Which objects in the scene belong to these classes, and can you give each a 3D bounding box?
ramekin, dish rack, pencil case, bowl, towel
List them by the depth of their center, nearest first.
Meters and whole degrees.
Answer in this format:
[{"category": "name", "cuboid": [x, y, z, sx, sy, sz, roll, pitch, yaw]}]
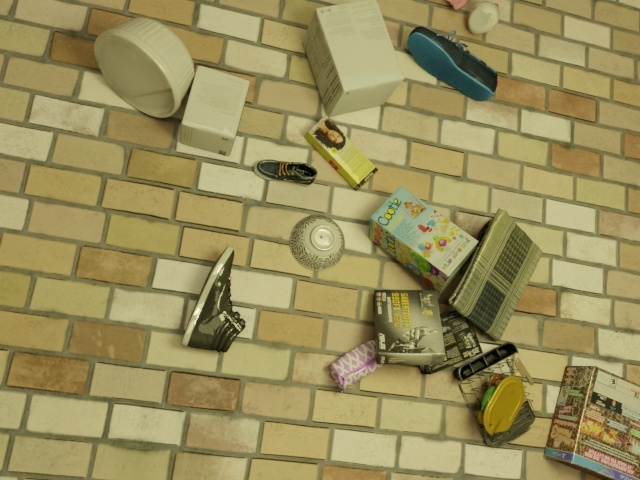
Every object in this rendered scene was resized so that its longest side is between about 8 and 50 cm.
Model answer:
[{"category": "ramekin", "cuboid": [-0.468, -0.479, 1.678, 0.273, 0.273, 0.127, 37, 60, -4]}, {"category": "pencil case", "cuboid": [0.121, 0.342, 1.734, 0.206, 0.088, 0.086, -29, 89, -18]}, {"category": "bowl", "cuboid": [0.000, 0.000, 1.779, 0.170, 0.080, 0.170, 2, 79, -12]}, {"category": "towel", "cuboid": [0.515, 0.102, 1.800, 0.312, 0.056, 0.324, 35, 81, -41]}, {"category": "dish rack", "cuboid": [0.528, 0.460, 1.815, 0.208, 0.074, 0.271, -22, 85, -16]}]

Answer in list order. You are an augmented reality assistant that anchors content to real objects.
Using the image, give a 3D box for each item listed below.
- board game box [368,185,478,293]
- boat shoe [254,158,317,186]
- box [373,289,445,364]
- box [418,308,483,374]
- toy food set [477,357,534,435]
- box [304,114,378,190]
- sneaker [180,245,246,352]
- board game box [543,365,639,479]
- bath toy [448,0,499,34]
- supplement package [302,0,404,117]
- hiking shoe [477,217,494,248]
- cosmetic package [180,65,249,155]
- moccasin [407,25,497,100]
[{"category": "board game box", "cuboid": [0.290, -0.002, 1.773, 0.275, 0.142, 0.144, 39, 72, 18]}, {"category": "boat shoe", "cuboid": [-0.100, -0.208, 1.795, 0.183, 0.083, 0.065, 11, 76, -11]}, {"category": "box", "cuboid": [0.243, 0.240, 1.719, 0.183, 0.056, 0.231, 1, 44, 2]}, {"category": "box", "cuboid": [0.362, 0.294, 1.806, 0.180, 0.077, 0.147, -19, 83, -16]}, {"category": "toy food set", "cuboid": [0.512, 0.445, 1.750, 0.128, 0.071, 0.218, 45, 73, -29]}, {"category": "box", "cuboid": [0.063, -0.263, 1.860, 0.232, 0.058, 0.087, 45, 73, -2]}, {"category": "sneaker", "cuboid": [-0.258, 0.169, 1.675, 0.147, 0.104, 0.295, 23, 80, -10]}, {"category": "board game box", "cuboid": [0.838, 0.551, 1.835, 0.232, 0.141, 0.291, 24, 74, -8]}, {"category": "bath toy", "cuboid": [0.478, -0.850, 2.051, 0.348, 0.151, 0.129, 51, 37, 0]}, {"category": "supplement package", "cuboid": [0.093, -0.546, 1.851, 0.199, 0.198, 0.262, -16, 83, -17]}, {"category": "hiking shoe", "cuboid": [0.530, 0.029, 1.882, 0.086, 0.114, 0.227, 24, 74, -8]}, {"category": "cosmetic package", "cuboid": [-0.301, -0.363, 1.744, 0.151, 0.151, 0.183, 15, 74, -10]}, {"category": "moccasin", "cuboid": [0.428, -0.584, 1.992, 0.342, 0.138, 0.116, 33, 68, -20]}]
